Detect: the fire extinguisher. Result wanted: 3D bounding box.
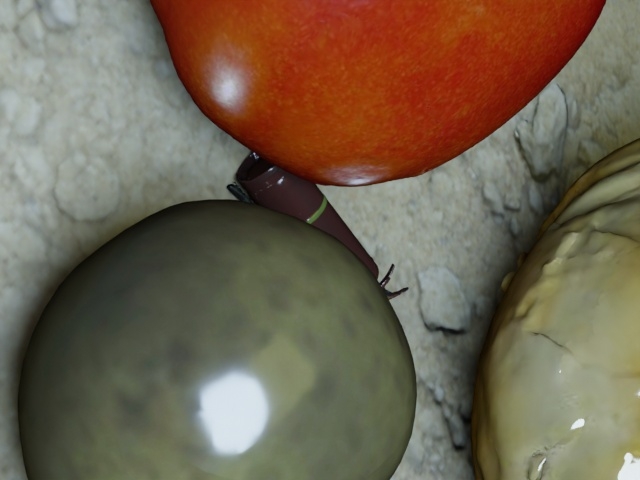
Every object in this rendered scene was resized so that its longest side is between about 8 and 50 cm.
[{"bbox_3d":[0.000,0.000,1.014,0.056,0.039,0.132,-40,116,-5],"label":"fire extinguisher"}]

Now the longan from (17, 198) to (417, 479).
[{"bbox_3d":[-0.050,0.076,0.847,0.220,0.196,0.196,-17,95,-40],"label":"longan"}]

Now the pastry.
[{"bbox_3d":[0.255,0.122,1.100,0.409,0.245,0.410,10,74,-41],"label":"pastry"}]

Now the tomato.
[{"bbox_3d":[0.036,-0.186,0.935,0.298,0.226,0.299,14,65,-32],"label":"tomato"}]
